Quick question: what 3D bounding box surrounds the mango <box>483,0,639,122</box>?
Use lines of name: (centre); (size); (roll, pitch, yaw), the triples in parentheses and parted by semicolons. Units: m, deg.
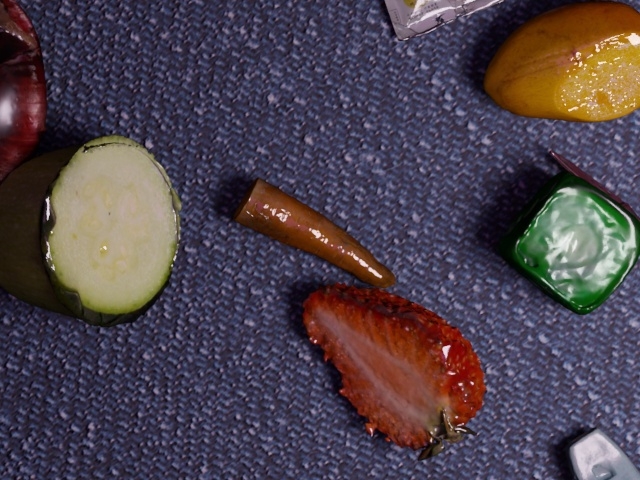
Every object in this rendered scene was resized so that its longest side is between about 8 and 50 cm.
mango: (0.297, -0.206, 1.830); (0.217, 0.102, 0.141); (-15, 115, 3)

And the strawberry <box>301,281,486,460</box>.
strawberry: (0.103, 0.133, 1.837); (0.175, 0.106, 0.236); (-27, 90, 37)

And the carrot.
carrot: (0.000, 0.000, 1.855); (0.209, 0.061, 0.061); (29, 91, -6)

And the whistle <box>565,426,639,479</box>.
whistle: (0.379, 0.349, 1.845); (0.186, 0.093, 0.274); (-31, 88, 0)

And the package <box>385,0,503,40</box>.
package: (0.140, -0.345, 1.859); (0.171, 0.027, 0.173); (-23, 96, -1)

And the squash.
squash: (-0.267, -0.013, 1.808); (0.220, 0.133, 0.220); (-5, 98, -41)

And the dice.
dice: (0.293, 0.003, 1.821); (0.131, 0.120, 0.128); (37, 89, -3)

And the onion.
onion: (-0.444, -0.178, 1.777); (0.272, 0.195, 0.272); (0, 90, 9)

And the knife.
knife: (0.370, -0.032, 1.862); (0.247, 0.035, 0.018); (40, 119, -5)
